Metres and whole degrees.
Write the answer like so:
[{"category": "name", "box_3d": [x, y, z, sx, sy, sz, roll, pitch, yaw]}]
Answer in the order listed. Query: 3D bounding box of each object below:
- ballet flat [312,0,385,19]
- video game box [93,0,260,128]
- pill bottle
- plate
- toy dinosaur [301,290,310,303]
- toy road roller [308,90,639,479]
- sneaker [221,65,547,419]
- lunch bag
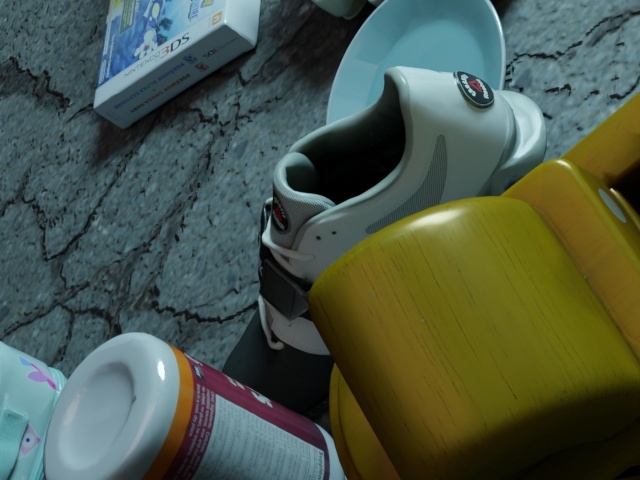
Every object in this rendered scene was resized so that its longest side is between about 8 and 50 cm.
[{"category": "ballet flat", "box_3d": [0.040, -0.238, 1.475, 0.316, 0.107, 0.106, 1, 73, 53]}, {"category": "video game box", "box_3d": [-0.132, -0.230, 1.727, 0.187, 0.048, 0.205, -26, 45, 34]}, {"category": "pill bottle", "box_3d": [-0.062, 0.156, 1.184, 0.121, 0.221, 0.121, -31, 43, 34]}, {"category": "plate", "box_3d": [0.076, -0.108, 1.373, 0.188, 0.024, 0.188, -21, 60, 43]}, {"category": "toy dinosaur", "box_3d": [0.083, 0.116, 1.149, 0.118, 0.064, 0.268, -20, 58, -3]}, {"category": "toy road roller", "box_3d": [0.147, 0.043, 0.963, 0.329, 0.240, 0.202, -40, 63, 19]}, {"category": "sneaker", "box_3d": [0.000, 0.000, 1.285, 0.330, 0.146, 0.122, -52, 41, 23]}, {"category": "lunch bag", "box_3d": [-0.334, 0.222, 1.569, 0.224, 0.108, 0.279, -2, 63, 47]}]
